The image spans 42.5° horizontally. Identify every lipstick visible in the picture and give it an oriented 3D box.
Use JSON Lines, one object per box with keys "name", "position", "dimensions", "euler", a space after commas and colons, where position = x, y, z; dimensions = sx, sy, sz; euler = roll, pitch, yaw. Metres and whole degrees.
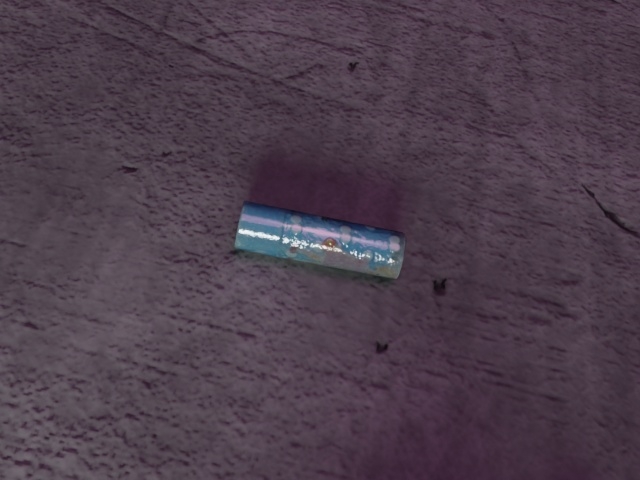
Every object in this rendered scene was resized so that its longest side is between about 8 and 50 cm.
{"name": "lipstick", "position": [0.000, 0.000, 0.782], "dimensions": [0.157, 0.048, 0.048], "euler": [11, 50, -4]}
